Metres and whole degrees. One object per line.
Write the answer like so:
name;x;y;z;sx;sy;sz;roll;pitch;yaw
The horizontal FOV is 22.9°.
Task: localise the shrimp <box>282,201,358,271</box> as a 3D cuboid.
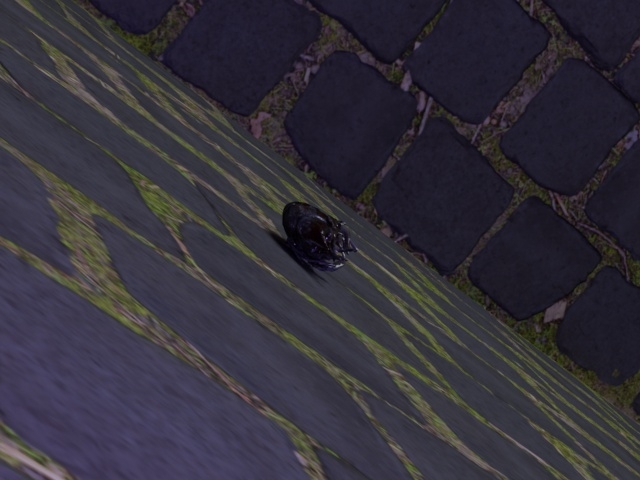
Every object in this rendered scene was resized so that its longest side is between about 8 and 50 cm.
shrimp;0.000;0.000;1.538;0.065;0.056;0.165;43;4;-29
